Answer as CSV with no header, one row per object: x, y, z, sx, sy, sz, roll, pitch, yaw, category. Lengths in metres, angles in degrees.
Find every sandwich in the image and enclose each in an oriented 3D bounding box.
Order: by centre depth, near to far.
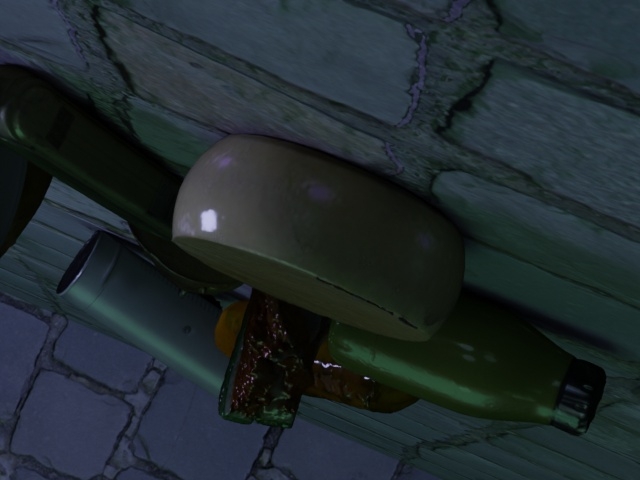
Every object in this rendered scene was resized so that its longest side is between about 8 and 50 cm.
-0.043,0.126,1.965,0.109,0.184,0.160,17,174,-7,sandwich

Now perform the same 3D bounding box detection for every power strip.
-0.220,-0.081,1.634,0.092,0.066,0.387,19,172,30,power strip

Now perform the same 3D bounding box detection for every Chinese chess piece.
0.000,0.000,1.454,0.251,0.097,0.251,22,171,4,Chinese chess piece

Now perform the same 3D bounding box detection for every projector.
-0.189,0.118,2.335,0.337,0.108,0.108,35,167,-16,projector

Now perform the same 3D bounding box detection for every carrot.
-0.004,0.147,2.192,0.302,0.114,0.114,14,166,39,carrot

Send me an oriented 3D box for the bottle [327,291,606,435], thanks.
0.142,0.110,1.660,0.260,0.112,0.112,20,170,15,bottle

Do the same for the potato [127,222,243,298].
-0.156,0.013,1.881,0.172,0.089,0.100,25,172,-18,potato

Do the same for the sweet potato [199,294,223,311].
-0.235,0.086,2.503,0.273,0.075,0.075,19,170,42,sweet potato

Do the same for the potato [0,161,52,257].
-0.438,-0.017,1.883,0.229,0.266,0.229,25,168,6,potato

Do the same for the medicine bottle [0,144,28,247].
-0.432,-0.068,1.652,0.232,0.238,0.238,21,170,13,medicine bottle
